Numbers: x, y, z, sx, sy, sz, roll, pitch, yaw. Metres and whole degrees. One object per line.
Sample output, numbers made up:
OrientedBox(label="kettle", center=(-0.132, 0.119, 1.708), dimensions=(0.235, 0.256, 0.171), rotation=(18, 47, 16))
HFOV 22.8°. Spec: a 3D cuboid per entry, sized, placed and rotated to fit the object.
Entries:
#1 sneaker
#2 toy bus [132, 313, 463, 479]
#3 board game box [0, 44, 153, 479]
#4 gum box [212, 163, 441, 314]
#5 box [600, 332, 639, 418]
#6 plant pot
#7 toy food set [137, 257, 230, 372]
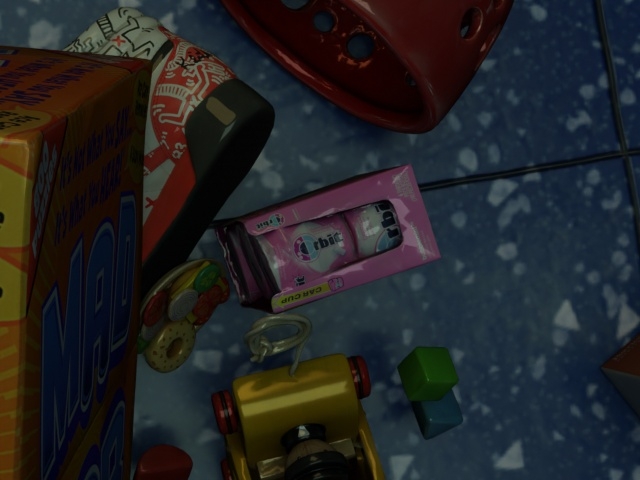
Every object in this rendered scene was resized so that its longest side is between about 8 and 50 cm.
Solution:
OrientedBox(label="sneaker", center=(-0.159, -0.023, 1.045), dimensions=(0.145, 0.090, 0.270), rotation=(39, 100, 17))
OrientedBox(label="toy bus", center=(-0.006, 0.150, 1.002), dimensions=(0.202, 0.191, 0.104), rotation=(16, 45, -44))
OrientedBox(label="board game box", center=(-0.294, 0.082, 0.818), dimensions=(0.356, 0.356, 0.356), rotation=(5, 101, 1))
OrientedBox(label="gum box", center=(0.000, 0.000, 1.010), dimensions=(0.107, 0.188, 0.062), rotation=(-19, 93, -9))
OrientedBox(label="box", center=(0.287, 0.085, 1.063), dimensions=(0.130, 0.170, 0.091), rotation=(-40, 96, -8))
OrientedBox(label="plant pot", center=(0.044, -0.192, 1.024), dimensions=(0.191, 0.191, 0.174), rotation=(36, 79, -6))
OrientedBox(label="toy food set", center=(-0.093, 0.047, 1.053), dimensions=(0.083, 0.082, 0.020), rotation=(-45, 63, -9))
